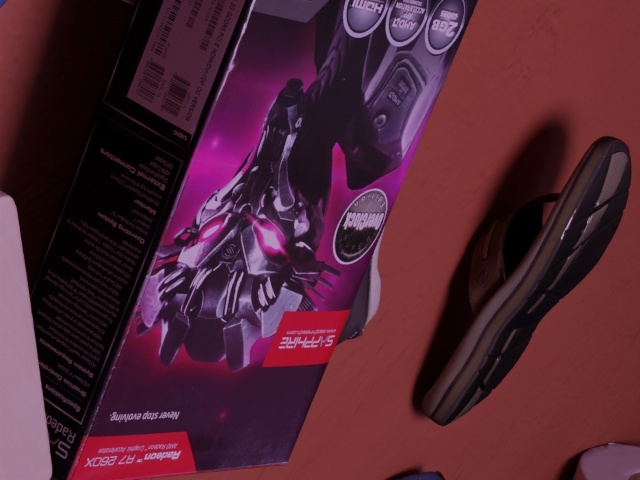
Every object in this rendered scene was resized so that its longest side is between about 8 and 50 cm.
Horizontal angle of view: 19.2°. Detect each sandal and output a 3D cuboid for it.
[{"bbox_3d":[0.167,0.029,1.673,0.303,0.086,0.120,-55,156,14],"label":"sandal"}]

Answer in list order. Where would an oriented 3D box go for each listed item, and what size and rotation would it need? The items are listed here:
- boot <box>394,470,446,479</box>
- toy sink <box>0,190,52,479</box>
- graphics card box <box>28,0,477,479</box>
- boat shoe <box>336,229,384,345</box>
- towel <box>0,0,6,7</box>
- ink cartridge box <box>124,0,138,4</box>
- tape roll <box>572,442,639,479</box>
[{"bbox_3d":[0.048,0.285,1.696,0.219,0.106,0.082,-19,135,-17],"label":"boot"},{"bbox_3d":[-0.254,0.067,1.036,0.153,0.131,0.234,-39,146,-34],"label":"toy sink"},{"bbox_3d":[-0.053,-0.026,1.205,0.232,0.094,0.371,5,110,-54],"label":"graphics card box"},{"bbox_3d":[0.000,0.000,1.400,0.069,0.081,0.228,-46,147,-33],"label":"boat shoe"},{"bbox_3d":[-0.182,-0.172,1.061,0.119,0.029,0.067,-51,146,-18],"label":"towel"},{"bbox_3d":[-0.091,-0.206,1.147,0.088,0.052,0.122,-2,114,-54],"label":"ink cartridge box"},{"bbox_3d":[0.368,0.348,2.034,0.246,0.246,0.169,-6,116,-54],"label":"tape roll"}]
